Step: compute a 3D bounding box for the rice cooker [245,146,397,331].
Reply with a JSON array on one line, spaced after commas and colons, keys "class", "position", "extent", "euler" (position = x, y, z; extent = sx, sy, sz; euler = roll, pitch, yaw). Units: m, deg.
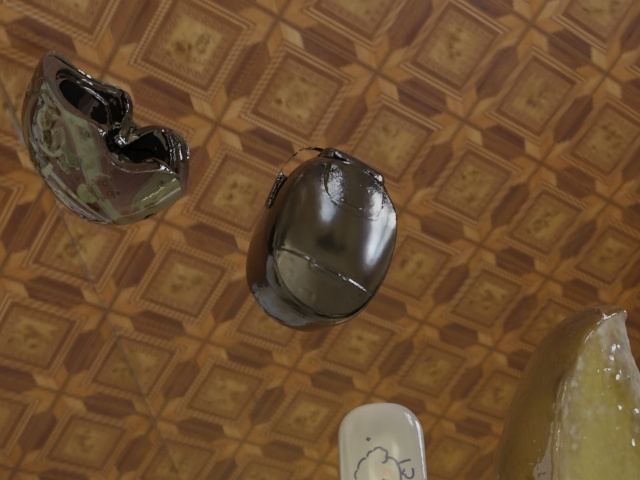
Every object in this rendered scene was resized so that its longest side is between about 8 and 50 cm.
[{"class": "rice cooker", "position": [0.001, -0.001, 0.913], "extent": [0.142, 0.203, 0.118], "euler": [29, 144, -14]}]

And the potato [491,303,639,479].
[{"class": "potato", "position": [0.230, 0.221, 0.936], "extent": [0.190, 0.211, 0.264], "euler": [-17, 92, -28]}]

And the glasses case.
[{"class": "glasses case", "position": [0.056, 0.237, 0.749], "extent": [0.076, 0.197, 0.049], "euler": [-4, 164, 4]}]

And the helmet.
[{"class": "helmet", "position": [-0.211, -0.080, 0.826], "extent": [0.177, 0.153, 0.107], "euler": [38, 106, -16]}]
